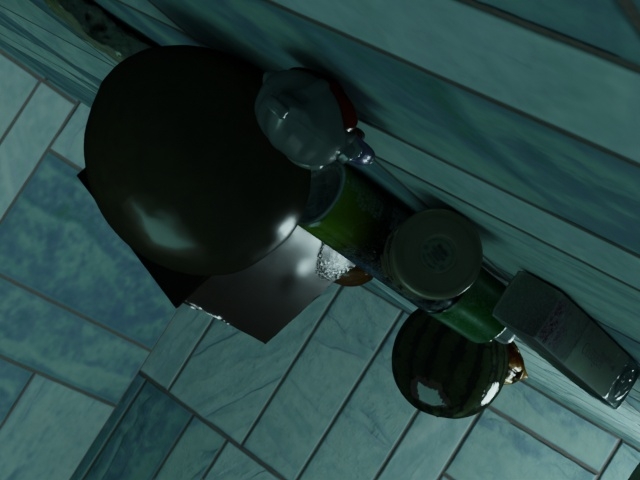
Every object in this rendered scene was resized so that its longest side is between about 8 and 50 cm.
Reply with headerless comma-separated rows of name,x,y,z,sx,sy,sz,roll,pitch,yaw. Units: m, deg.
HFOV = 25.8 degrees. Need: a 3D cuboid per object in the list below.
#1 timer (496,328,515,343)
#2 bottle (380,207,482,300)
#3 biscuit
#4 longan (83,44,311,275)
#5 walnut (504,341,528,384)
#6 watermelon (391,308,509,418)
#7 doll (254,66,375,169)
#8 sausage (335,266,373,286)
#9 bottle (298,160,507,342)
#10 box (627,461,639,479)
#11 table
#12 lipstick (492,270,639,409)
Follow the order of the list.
timer,0.160,0.058,1.975,0.253,0.078,0.178,34,177,-36
bottle,0.125,0.015,1.546,0.110,0.097,0.209,-11,179,-1
biscuit,-0.241,-0.236,1.691,0.188,0.040,0.265,33,178,39
longan,-0.122,-0.083,1.357,0.248,0.248,0.248,32,177,2
walnut,0.310,0.210,2.645,0.207,0.115,0.116,33,177,-14
watermelon,0.228,0.204,2.441,0.212,0.212,0.212,32,177,2
doll,-0.006,-0.102,1.158,0.102,0.075,0.227,41,-170,8
sausage,0.000,0.000,2.374,0.259,0.113,0.113,31,177,39
bottle,0.110,0.021,1.727,0.330,0.093,0.093,34,176,-33
box,0.562,0.498,2.235,0.090,0.367,0.373,32,178,44
table,-0.132,-0.028,1.892,0.250,0.196,0.282,49,-175,25
lipstick,0.303,0.125,1.686,0.068,0.066,0.317,31,177,36
